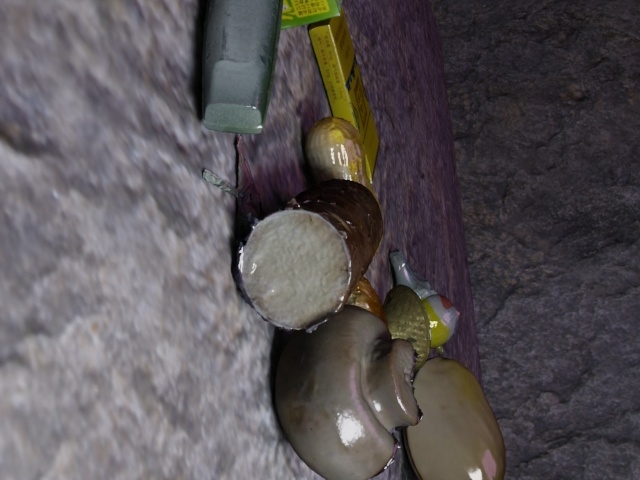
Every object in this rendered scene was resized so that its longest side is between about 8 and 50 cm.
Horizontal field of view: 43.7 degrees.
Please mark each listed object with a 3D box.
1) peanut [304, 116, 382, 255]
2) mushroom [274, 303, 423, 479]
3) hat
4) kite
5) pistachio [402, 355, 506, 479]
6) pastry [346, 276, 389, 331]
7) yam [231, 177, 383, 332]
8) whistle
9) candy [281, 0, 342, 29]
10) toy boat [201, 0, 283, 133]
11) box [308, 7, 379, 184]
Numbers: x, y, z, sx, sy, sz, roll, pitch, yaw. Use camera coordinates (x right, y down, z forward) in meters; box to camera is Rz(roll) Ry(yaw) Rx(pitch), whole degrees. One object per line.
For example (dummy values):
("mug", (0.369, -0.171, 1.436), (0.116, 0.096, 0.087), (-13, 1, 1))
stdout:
("peanut", (0.032, -0.068, 1.093), (0.087, 0.087, 0.207), (-57, 133, -68))
("mushroom", (0.015, 0.149, 0.821), (0.117, 0.141, 0.188), (32, 44, -41))
("hat", (0.115, 0.149, 1.319), (0.146, 0.067, 0.146), (23, -64, 60))
("kite", (-0.084, -0.050, 0.808), (0.152, 0.005, 0.137), (51, 34, -61))
("pistachio", (0.225, 0.352, 1.414), (0.166, 0.197, 0.288), (-57, -138, 43))
("pastry", (0.047, 0.115, 1.042), (0.153, 0.081, 0.153), (-11, 90, -71))
("yam", (0.002, 0.001, 0.871), (0.279, 0.131, 0.131), (-44, 124, -73))
("whistle", (0.198, 0.116, 1.543), (0.223, 0.122, 0.123), (67, 14, 6))
("candy", (-0.017, -0.359, 1.058), (0.195, 0.097, 0.062), (-83, 156, -45))
("toy boat", (-0.078, -0.214, 0.805), (0.085, 0.078, 0.261), (102, -9, -60))
("box", (0.043, -0.245, 1.324), (0.153, 0.040, 0.279), (-77, 153, -57))
